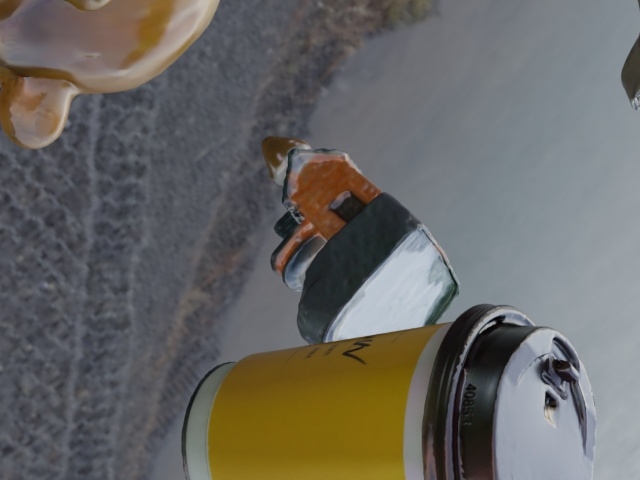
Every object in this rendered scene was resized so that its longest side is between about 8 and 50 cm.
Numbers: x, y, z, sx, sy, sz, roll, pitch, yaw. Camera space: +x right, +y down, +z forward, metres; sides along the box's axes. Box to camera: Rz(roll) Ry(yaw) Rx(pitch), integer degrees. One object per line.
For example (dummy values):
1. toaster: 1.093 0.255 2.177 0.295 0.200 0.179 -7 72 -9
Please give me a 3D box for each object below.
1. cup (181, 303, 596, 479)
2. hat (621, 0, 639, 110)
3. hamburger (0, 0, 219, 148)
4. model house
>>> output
1. cup: 0.046 0.148 0.934 0.280 0.196 0.196 -6 174 32
2. hat: 0.388 -0.244 1.493 0.147 0.175 0.085 -12 172 -33
3. hamburger: -0.183 -0.207 0.868 0.276 0.276 0.236 95 6 -55
4. model house: 0.000 0.000 1.564 0.190 0.301 0.271 -43 155 0
